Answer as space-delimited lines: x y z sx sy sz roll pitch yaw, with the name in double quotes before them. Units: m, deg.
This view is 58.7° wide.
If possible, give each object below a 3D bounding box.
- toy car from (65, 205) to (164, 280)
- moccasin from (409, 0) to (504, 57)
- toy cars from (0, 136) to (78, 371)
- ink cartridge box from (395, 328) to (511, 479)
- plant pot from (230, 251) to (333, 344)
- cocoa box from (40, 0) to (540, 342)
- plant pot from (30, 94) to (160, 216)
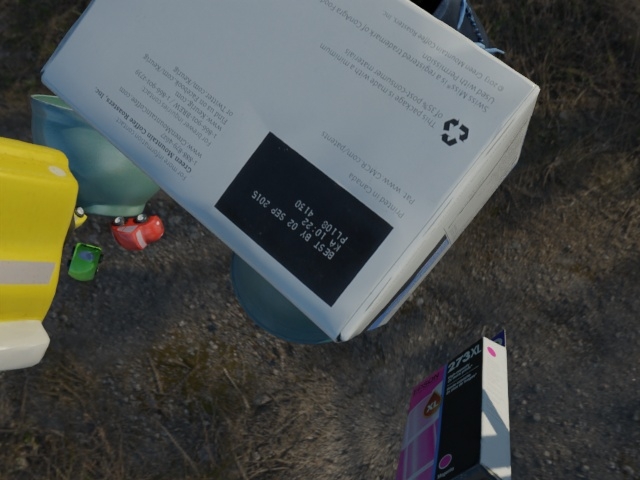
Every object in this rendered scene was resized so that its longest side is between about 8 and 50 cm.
"toy car" -0.444 0.015 1.099 0.239 0.225 0.053 16 43 -21
"moccasin" 0.102 -0.257 0.663 0.137 0.342 0.117 -34 28 23
"toy cars" -0.277 0.097 0.282 0.393 0.176 0.087 -37 59 -20
"ink cartridge box" 0.216 0.274 0.909 0.069 0.371 0.176 42 119 -3
"plant pot" 0.000 0.000 0.907 0.271 0.255 0.272 5 64 -10
"cocoa box" -0.018 -0.108 0.532 0.347 0.228 0.231 40 96 15
"plant pot" -0.431 -0.162 1.143 0.293 0.293 0.196 17 102 13
